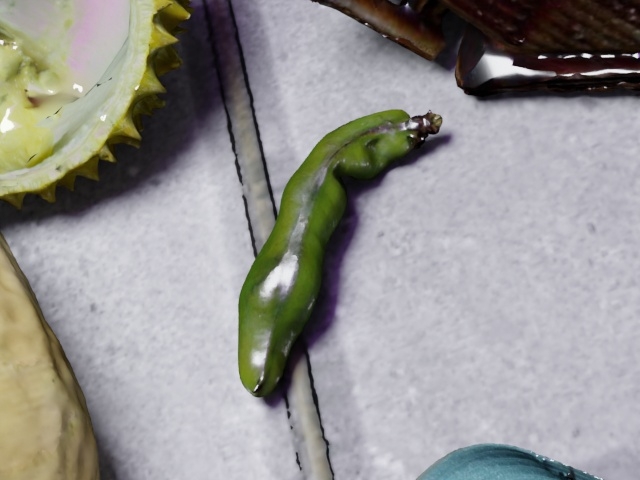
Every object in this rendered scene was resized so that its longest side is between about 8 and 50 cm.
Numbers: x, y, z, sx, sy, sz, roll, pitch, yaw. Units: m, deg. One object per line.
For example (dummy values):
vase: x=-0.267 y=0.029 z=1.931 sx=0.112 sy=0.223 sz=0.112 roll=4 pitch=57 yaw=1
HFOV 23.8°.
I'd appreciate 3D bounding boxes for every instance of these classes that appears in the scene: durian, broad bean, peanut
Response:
durian: x=-0.196 y=-0.119 z=0.944 sx=0.306 sy=0.166 sz=0.172 roll=-18 pitch=52 yaw=27
broad bean: x=-0.005 y=-0.005 z=0.866 sx=0.061 sy=0.046 sz=0.195 roll=23 pitch=71 yaw=35
peanut: x=-0.221 y=0.080 z=0.831 sx=0.174 sy=0.158 sz=0.340 roll=-54 pitch=49 yaw=17

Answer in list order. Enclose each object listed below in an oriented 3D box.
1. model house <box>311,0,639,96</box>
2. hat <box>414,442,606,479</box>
model house: x=0.179 y=-0.246 z=0.850 sx=0.282 sy=0.297 sz=0.317 roll=26 pitch=67 yaw=-5
hat: x=0.090 y=0.165 z=0.703 sx=0.191 sy=0.078 sz=0.138 roll=24 pitch=75 yaw=33
